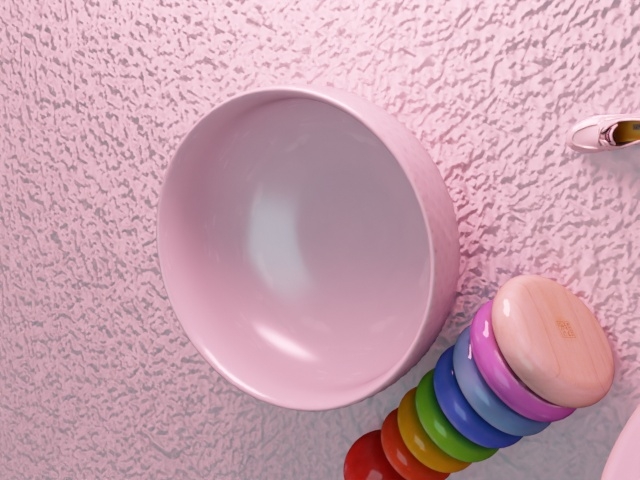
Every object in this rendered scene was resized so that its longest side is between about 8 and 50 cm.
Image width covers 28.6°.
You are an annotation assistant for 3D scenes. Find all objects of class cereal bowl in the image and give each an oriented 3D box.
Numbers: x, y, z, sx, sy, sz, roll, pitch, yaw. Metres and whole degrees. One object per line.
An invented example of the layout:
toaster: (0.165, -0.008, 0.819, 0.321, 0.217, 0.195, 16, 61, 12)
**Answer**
cereal bowl: (0.000, 0.000, 1.306, 0.339, 0.141, 0.338, 8, 105, 31)

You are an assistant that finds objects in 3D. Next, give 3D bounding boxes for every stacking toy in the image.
stacking toy: (0.135, 0.174, 1.273, 0.330, 0.141, 0.141, -44, 76, 38)

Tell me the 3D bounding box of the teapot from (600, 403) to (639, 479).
teapot: (0.356, 0.212, 1.017, 0.187, 0.256, 0.252, 32, 136, -7)

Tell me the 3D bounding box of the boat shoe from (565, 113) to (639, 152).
boat shoe: (0.272, -0.100, 1.170, 0.100, 0.035, 0.035, -3, 99, 33)
